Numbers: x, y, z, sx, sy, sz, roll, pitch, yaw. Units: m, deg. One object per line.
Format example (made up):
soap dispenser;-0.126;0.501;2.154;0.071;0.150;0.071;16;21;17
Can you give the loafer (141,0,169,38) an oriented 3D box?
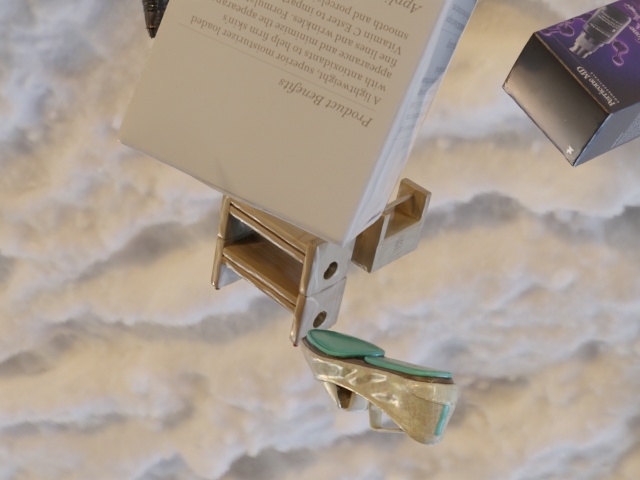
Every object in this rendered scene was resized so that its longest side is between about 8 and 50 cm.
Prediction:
loafer;-0.180;-0.317;1.611;0.170;0.061;0.062;-1;-177;-30

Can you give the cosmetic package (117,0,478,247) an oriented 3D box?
cosmetic package;-0.004;-0.116;0.685;0.151;0.151;0.183;26;103;8

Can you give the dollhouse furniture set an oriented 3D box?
dollhouse furniture set;0.000;0.000;1.174;0.129;0.184;0.128;34;129;29

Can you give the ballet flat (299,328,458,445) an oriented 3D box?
ballet flat;0.031;0.099;0.751;0.057;0.052;0.168;6;-176;-28

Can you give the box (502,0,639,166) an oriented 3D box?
box;0.369;-0.209;1.439;0.153;0.207;0.108;52;146;20
